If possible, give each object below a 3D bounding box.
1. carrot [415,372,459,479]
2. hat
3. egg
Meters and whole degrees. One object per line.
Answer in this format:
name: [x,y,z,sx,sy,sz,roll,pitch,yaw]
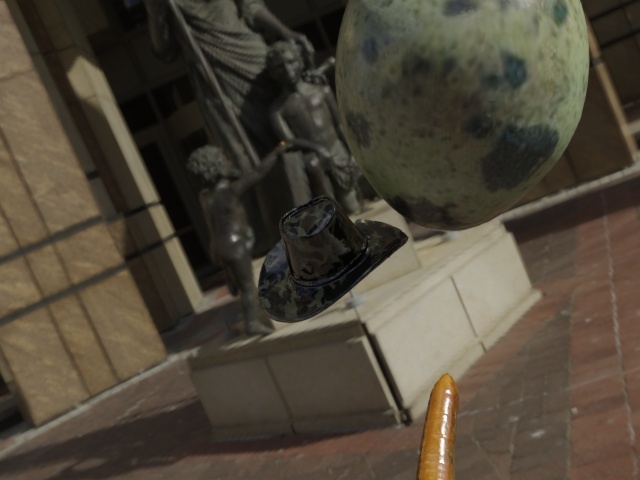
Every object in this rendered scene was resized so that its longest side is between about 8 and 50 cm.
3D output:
carrot: [0.084,0.177,0.577,0.037,0.037,0.190,-21,42,29]
hat: [0.000,0.000,0.527,0.121,0.050,0.121,-19,25,10]
egg: [0.079,-0.087,0.453,0.141,0.182,0.141,0,32,0]
